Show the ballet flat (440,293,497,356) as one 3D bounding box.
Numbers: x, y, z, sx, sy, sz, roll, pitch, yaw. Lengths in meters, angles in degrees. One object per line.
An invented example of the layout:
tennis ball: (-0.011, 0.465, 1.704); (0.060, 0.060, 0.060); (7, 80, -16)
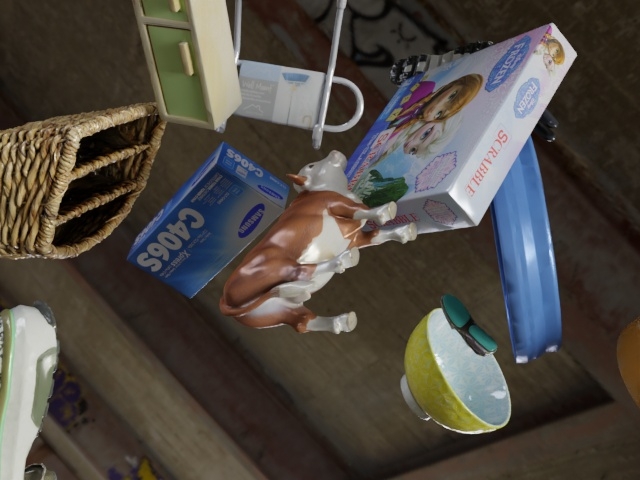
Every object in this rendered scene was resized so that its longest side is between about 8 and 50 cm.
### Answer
ballet flat: (0.218, 0.133, 1.289); (0.114, 0.041, 0.041); (49, -33, 13)

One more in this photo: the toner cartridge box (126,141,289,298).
toner cartridge box: (-0.231, -0.031, 1.705); (0.165, 0.075, 0.348); (33, -51, -20)

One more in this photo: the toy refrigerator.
toy refrigerator: (-0.196, -0.298, 1.218); (0.102, 0.094, 0.269); (13, -47, 22)

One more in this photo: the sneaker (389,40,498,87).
sneaker: (0.240, -0.274, 1.443); (0.234, 0.078, 0.106); (-1, -31, 34)

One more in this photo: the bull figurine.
bull figurine: (0.000, 0.000, 1.064); (0.188, 0.310, 0.101); (2, -49, 33)

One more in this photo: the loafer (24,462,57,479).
loafer: (-0.528, 0.419, 1.337); (0.094, 0.251, 0.087); (-4, -72, 37)

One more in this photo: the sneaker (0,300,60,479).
sneaker: (-0.430, 0.257, 0.956); (0.182, 0.410, 0.158); (13, -3, -28)

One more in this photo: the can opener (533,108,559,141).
can opener: (0.355, -0.229, 1.451); (0.186, 0.073, 0.059); (-114, -172, -56)

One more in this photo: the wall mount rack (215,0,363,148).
wall mount rack: (-0.078, -0.345, 1.673); (0.350, 0.304, 0.130); (10, 1, 2)

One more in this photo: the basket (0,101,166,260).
basket: (-0.368, -0.085, 1.308); (0.223, 0.299, 0.213); (-5, -76, 17)

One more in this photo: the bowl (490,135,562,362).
bowl: (0.321, -0.001, 1.363); (0.077, 0.391, 0.391); (-9, -56, 11)

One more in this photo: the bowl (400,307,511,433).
bowl: (0.272, 0.312, 1.881); (0.156, 0.289, 0.289); (-37, -85, 28)

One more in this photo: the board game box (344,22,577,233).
board game box: (0.163, -0.141, 1.206); (0.066, 0.318, 0.318); (45, -27, -22)

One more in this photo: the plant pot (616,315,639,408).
plant pot: (0.558, 0.157, 1.184); (0.205, 0.205, 0.188); (44, -46, 6)
